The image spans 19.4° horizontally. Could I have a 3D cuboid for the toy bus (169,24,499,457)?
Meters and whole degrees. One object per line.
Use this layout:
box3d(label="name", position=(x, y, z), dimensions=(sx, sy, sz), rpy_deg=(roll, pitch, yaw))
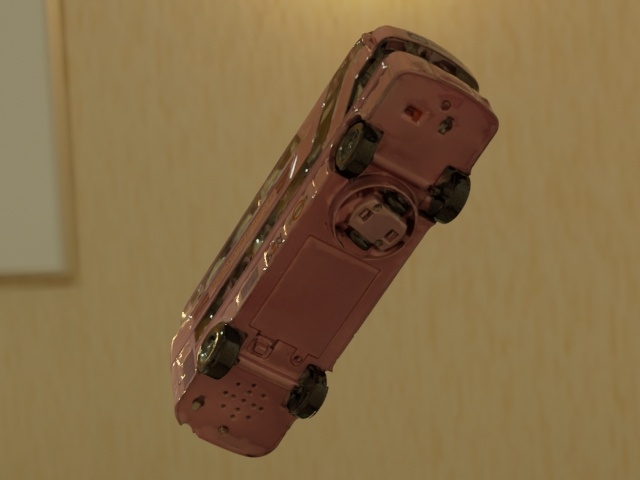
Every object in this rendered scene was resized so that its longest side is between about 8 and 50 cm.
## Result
box3d(label="toy bus", position=(0.000, 0.000, 0.844), dimensions=(0.063, 0.203, 0.090), rpy_deg=(27, 22, -20))
